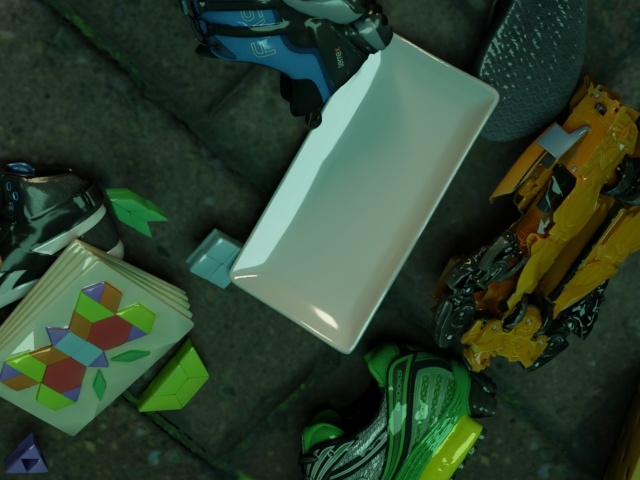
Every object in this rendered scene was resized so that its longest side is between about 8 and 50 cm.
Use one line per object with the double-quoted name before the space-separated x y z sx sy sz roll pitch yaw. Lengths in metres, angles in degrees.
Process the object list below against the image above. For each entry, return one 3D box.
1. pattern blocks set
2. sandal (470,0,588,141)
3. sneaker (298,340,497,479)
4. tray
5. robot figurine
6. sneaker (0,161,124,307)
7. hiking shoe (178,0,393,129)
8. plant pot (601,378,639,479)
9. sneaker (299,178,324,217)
"pattern blocks set" -0.223 0.094 1.660 0.285 0.026 0.325 19 117 -34
"sandal" 0.195 -0.211 1.617 0.097 0.054 0.254 11 102 -18
"sneaker" 0.023 0.245 1.759 0.146 0.134 0.343 30 98 -9
"tray" 0.041 -0.045 1.620 0.145 0.030 0.270 32 94 25
"robot figurine" 0.216 -0.002 1.663 0.211 0.085 0.291 20 113 -45
"sneaker" -0.299 -0.005 1.642 0.217 0.079 0.121 -20 110 -6
"hiking shoe" -0.083 -0.220 1.545 0.304 0.113 0.132 35 104 -18
"plant pot" 0.382 0.236 1.745 0.187 0.212 0.212 16 111 2
"sneaker" 0.000 0.000 1.686 0.067 0.042 0.118 29 105 -13
